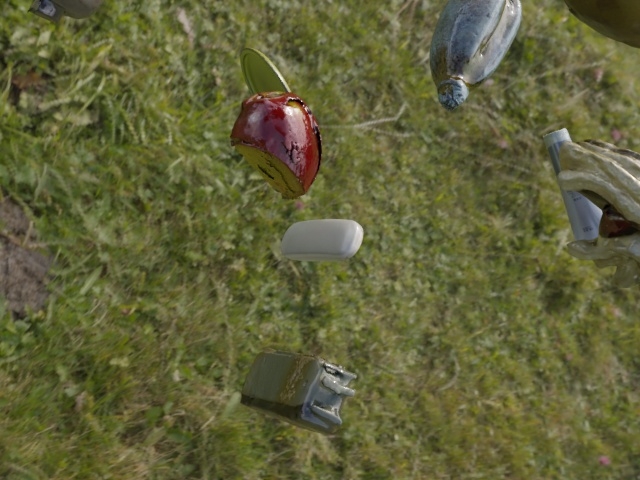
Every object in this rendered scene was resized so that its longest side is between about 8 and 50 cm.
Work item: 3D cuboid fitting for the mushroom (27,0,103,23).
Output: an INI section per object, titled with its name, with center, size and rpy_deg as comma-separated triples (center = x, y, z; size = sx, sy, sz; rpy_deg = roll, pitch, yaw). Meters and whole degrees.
[mushroom]
center = -0.469, -0.472, 1.540
size = 0.117, 0.188, 0.141
rpy_deg = 20, 93, -27

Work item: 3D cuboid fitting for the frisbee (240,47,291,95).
[frisbee]
center = -0.114, -0.339, 1.884
size = 0.017, 0.236, 0.236
rpy_deg = -34, 90, -16

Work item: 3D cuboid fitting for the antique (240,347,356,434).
[antique]
center = -0.032, 0.284, 1.533
size = 0.150, 0.284, 0.125
rpy_deg = 26, 75, -17

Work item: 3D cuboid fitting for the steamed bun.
[steamed bun]
center = 0.597, -0.007, 1.444
size = 0.427, 0.247, 0.189
rpy_deg = 27, 81, 19

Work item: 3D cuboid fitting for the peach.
[peach]
center = -0.050, -0.134, 1.161
size = 0.127, 0.092, 0.172
rpy_deg = -52, 129, -43

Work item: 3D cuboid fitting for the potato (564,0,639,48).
[potato]
center = 0.234, -0.189, 0.555
size = 0.176, 0.137, 0.137
rpy_deg = 31, 59, -28

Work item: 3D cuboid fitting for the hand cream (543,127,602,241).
[hand cream]
center = 0.554, -0.118, 1.775
size = 0.048, 0.079, 0.255
rpy_deg = -26, 95, -60

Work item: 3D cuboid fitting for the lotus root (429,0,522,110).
[lotus root]
center = 0.295, -0.395, 1.649
size = 0.158, 0.140, 0.322
rpy_deg = 43, 68, -39

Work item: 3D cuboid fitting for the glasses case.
[glasses case]
center = 0.000, 0.000, 1.580
size = 0.051, 0.204, 0.081
rpy_deg = 33, 69, -39
